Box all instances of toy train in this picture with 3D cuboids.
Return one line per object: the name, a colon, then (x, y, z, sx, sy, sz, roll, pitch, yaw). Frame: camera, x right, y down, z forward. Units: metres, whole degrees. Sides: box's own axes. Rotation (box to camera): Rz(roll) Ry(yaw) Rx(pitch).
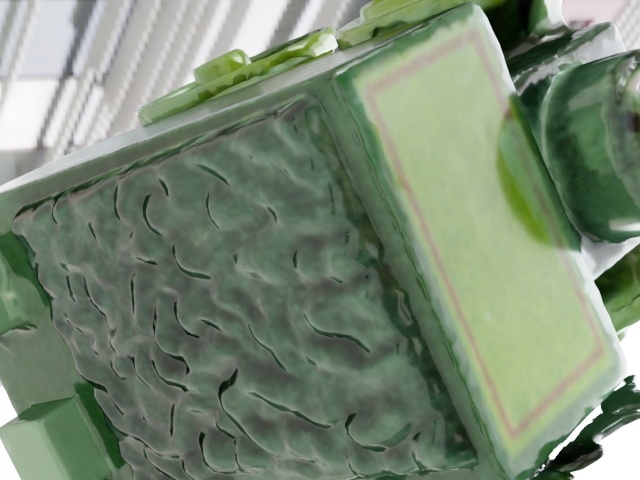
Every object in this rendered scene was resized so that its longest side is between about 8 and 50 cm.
toy train: (0.000, 0.000, 0.480, 0.271, 0.188, 0.159, -13, -76, 46)
